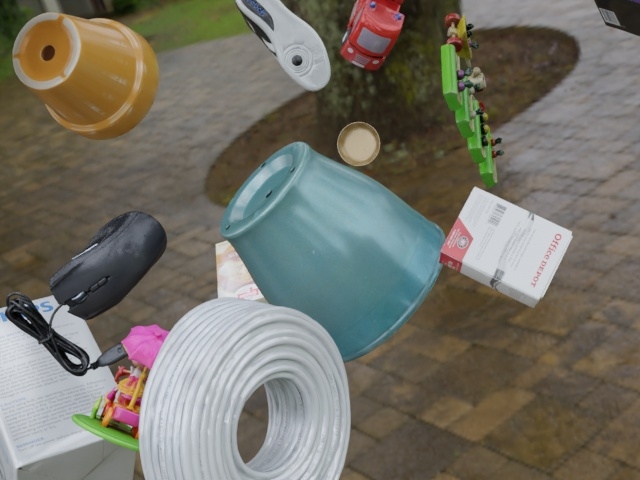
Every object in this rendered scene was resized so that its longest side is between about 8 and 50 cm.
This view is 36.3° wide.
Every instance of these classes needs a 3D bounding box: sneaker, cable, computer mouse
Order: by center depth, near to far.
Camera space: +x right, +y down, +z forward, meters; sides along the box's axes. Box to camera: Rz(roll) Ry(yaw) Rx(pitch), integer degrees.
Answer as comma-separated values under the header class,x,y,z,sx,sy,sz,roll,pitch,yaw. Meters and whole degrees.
class,x,y,z,sx,sy,sz,roll,pitch,yaw
cable,-0.072,0.188,1.003,0.089,0.257,0.257,2,50,41
computer mouse,-0.312,0.091,1.434,0.262,0.184,0.060,-36,22,1
sneaker,-0.059,-0.345,1.656,0.079,0.217,0.121,-38,5,1

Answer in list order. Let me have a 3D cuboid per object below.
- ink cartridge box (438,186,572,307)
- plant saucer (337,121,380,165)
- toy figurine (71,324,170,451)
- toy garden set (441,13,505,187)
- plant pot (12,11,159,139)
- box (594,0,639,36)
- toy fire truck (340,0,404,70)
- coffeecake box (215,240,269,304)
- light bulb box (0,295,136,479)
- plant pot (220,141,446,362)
class,x,y,z,sx,sy,sz,roll,pitch,yaw
ink cartridge box,0.230,0.010,1.220,0.135,0.056,0.099,27,76,11
plant saucer,0.074,-0.183,1.859,0.084,0.083,0.015,-12,0,16
toy figurine,-0.249,0.193,1.344,0.159,0.130,0.173,-67,12,-8
toy garden set,0.262,-0.243,1.639,0.049,0.244,0.203,-13,52,20
plant pot,-0.403,-0.288,1.628,0.205,0.205,0.188,-12,-12,17
box,0.636,-0.451,1.741,0.184,0.103,0.261,-40,32,-2
toy fire truck,0.080,-0.278,0.974,0.135,0.047,0.192,129,160,-58
coffeecake box,-0.151,0.077,2.148,0.142,0.068,0.185,-17,51,11
light bulb box,-0.521,0.358,1.850,0.225,0.357,0.361,-13,47,-29
plant pot,0.000,0.000,1.452,0.272,0.255,0.271,-41,22,20
